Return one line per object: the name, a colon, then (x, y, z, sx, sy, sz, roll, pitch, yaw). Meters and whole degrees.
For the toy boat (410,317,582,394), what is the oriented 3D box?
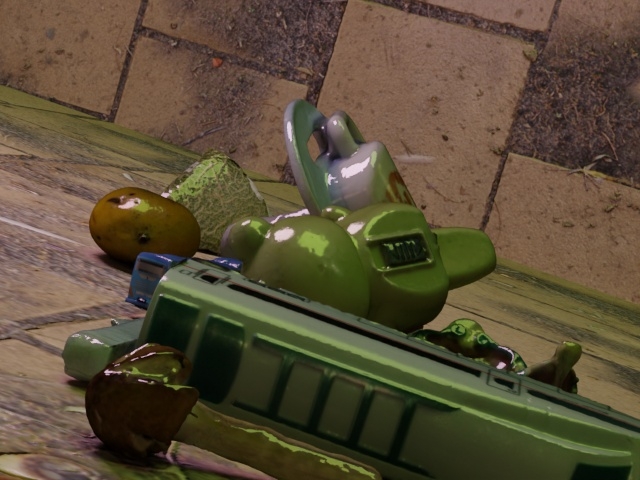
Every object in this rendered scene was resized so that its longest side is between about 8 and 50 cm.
toy boat: (0.133, 0.113, 0.965, 0.108, 0.099, 0.293, 16, -2, -7)

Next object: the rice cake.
rice cake: (-0.131, 0.070, 0.855, 0.042, 0.030, 0.180, 15, 4, 10)

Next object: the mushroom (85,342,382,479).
mushroom: (-0.037, 0.107, 0.691, 0.187, 0.061, 0.060, 21, 0, -13)

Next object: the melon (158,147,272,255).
melon: (-0.141, -0.046, 1.553, 0.202, 0.139, 0.093, 10, -13, -38)

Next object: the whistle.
whistle: (0.040, 0.029, 1.084, 0.288, 0.131, 0.106, -9, -18, -39)

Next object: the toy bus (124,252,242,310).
toy bus: (-0.093, 0.044, 1.064, 0.051, 0.061, 0.153, 16, 5, 38)

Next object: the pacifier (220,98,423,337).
pacifier: (0.000, 0.000, 1.265, 0.207, 0.279, 0.227, -25, 14, 13)

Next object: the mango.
mango: (-0.173, -0.010, 1.278, 0.103, 0.076, 0.161, 13, -4, 11)

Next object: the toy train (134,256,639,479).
toy train: (0.084, 0.117, 0.790, 0.407, 0.086, 0.088, 19, 5, 7)
